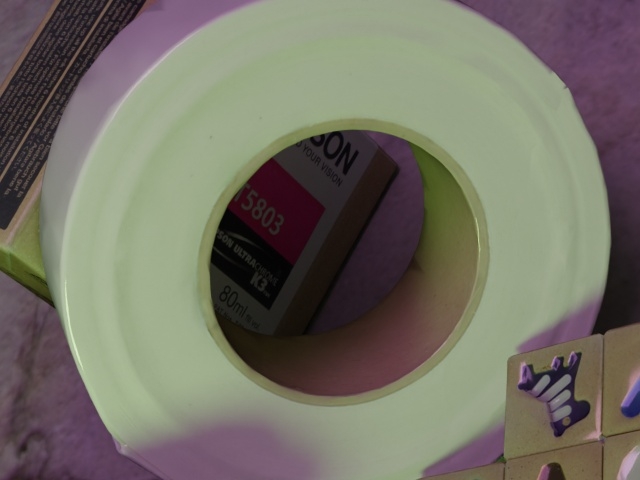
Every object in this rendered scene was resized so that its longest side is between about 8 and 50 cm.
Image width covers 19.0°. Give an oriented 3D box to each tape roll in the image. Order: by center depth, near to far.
[{"bbox_3d":[0.000,0.000,0.982,0.286,0.286,0.100,-46,23,2],"label":"tape roll"}]

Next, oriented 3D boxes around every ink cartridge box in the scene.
[{"bbox_3d":[-0.084,-0.030,1.111,0.088,0.234,0.193,20,75,43],"label":"ink cartridge box"}]

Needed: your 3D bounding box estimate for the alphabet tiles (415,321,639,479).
[{"bbox_3d":[0.148,0.189,0.842,0.285,0.011,0.343,-17,55,36],"label":"alphabet tiles"}]
